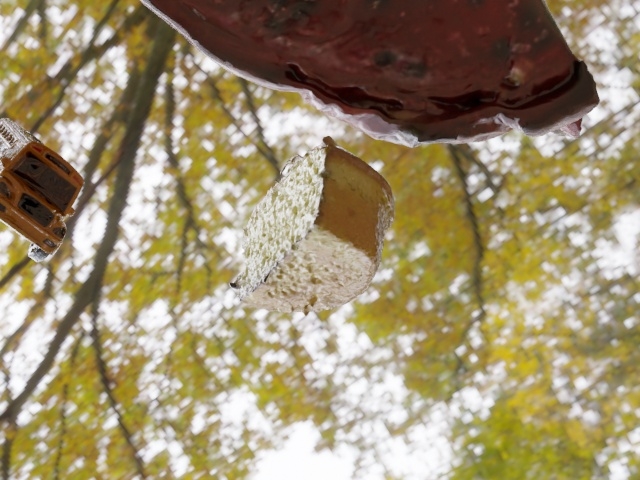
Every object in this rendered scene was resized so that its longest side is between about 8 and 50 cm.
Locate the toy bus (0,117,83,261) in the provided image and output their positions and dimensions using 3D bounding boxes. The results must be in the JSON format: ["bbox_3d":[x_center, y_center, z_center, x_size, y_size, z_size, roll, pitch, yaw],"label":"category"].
[{"bbox_3d":[-0.278,-0.053,1.271,0.083,0.194,0.088,40,-93,-27],"label":"toy bus"}]

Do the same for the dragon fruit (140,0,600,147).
[{"bbox_3d":[0.033,-0.163,1.011,0.286,0.228,0.329,-34,-98,-3],"label":"dragon fruit"}]

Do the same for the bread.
[{"bbox_3d":[0.000,0.000,1.565,0.139,0.229,0.143,25,-127,-18],"label":"bread"}]
